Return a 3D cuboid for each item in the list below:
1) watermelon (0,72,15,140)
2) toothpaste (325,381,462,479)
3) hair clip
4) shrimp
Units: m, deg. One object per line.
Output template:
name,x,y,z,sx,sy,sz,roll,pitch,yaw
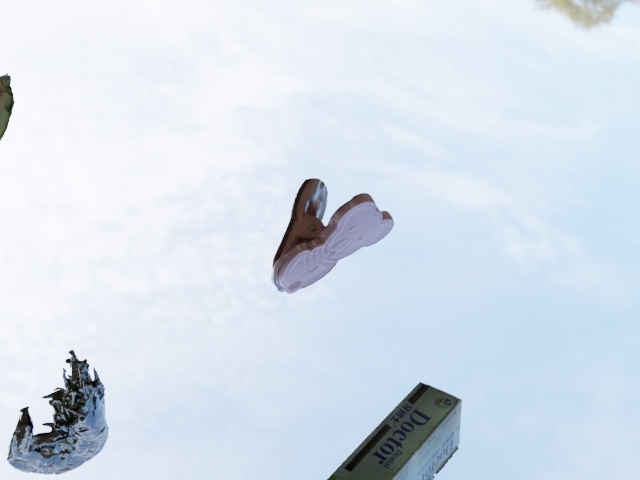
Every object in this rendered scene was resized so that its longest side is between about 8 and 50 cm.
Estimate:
watermelon,-0.371,-0.050,0.715,0.231,0.146,0.128,-20,-97,-27
toothpaste,0.052,0.292,0.927,0.067,0.081,0.336,20,-142,32
hair clip,0.010,0.004,0.939,0.102,0.138,0.123,17,165,24
shrimp,-0.223,0.159,0.702,0.091,0.161,0.034,-18,-128,-32
